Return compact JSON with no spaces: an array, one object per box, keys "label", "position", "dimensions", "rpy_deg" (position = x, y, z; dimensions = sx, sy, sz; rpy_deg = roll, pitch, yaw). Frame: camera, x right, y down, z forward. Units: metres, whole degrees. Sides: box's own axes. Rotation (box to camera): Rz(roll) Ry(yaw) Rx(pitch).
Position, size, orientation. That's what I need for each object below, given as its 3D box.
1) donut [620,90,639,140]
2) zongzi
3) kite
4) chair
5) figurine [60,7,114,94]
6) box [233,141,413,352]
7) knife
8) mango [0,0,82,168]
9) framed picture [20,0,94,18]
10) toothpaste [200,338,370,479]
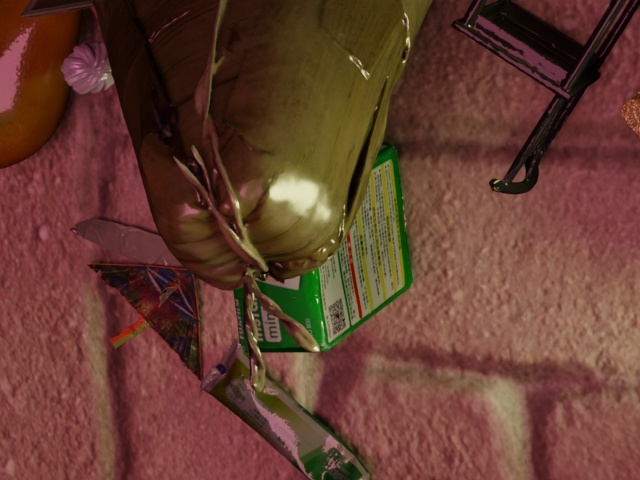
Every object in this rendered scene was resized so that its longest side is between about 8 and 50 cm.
[{"label":"donut","position":[0.331,-0.147,1.774],"dimensions":[0.038,0.067,0.083],"rpy_deg":[44,151,24]},{"label":"zongzi","position":[0.042,-0.171,1.612],"dimensions":[0.467,0.500,0.218],"rpy_deg":[-29,129,8]},{"label":"kite","position":[-0.191,0.081,2.071],"dimensions":[0.190,0.010,0.159],"rpy_deg":[45,124,3]},{"label":"chair","position":[0.211,-0.191,1.763],"dimensions":[0.141,0.154,0.260],"rpy_deg":[34,112,10]},{"label":"figurine","position":[-0.170,-0.204,1.927],"dimensions":[0.240,0.116,0.175],"rpy_deg":[46,106,0]},{"label":"box","position":[0.000,0.000,1.844],"dimensions":[0.103,0.250,0.180],"rpy_deg":[0,106,28]},{"label":"knife","position":[-0.154,0.020,2.041],"dimensions":[0.298,0.017,0.047],"rpy_deg":[15,121,17]},{"label":"mango","position":[-0.337,-0.180,2.008],"dimensions":[0.138,0.113,0.253],"rpy_deg":[39,108,12]},{"label":"framed picture","position":[-0.221,-0.292,1.898],"dimensions":[0.142,0.183,0.011],"rpy_deg":[-7,128,23]},{"label":"toothpaste","position":[-0.027,0.218,2.034],"dimensions":[0.248,0.047,0.078],"rpy_deg":[41,111,9]}]
